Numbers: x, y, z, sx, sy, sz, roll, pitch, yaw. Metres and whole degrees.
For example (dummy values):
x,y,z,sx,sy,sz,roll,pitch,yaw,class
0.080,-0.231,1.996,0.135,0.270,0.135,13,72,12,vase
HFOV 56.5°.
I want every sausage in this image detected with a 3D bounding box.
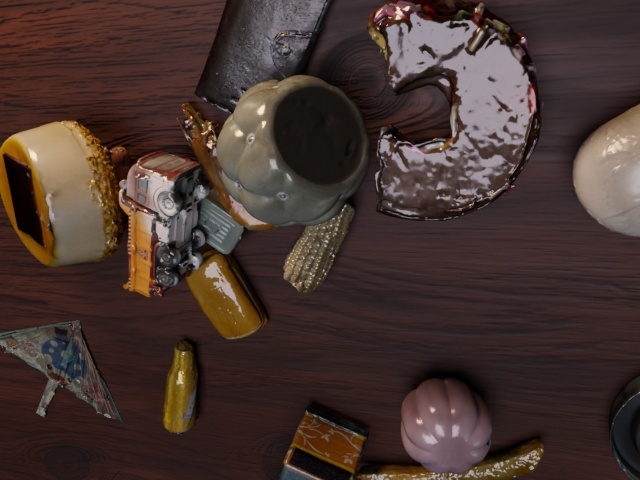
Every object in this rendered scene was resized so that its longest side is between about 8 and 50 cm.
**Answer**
x,y,z,sx,sy,sz,roll,pitch,yaw,class
-0.391,-0.102,1.196,0.047,0.040,0.177,-11,119,-26,sausage

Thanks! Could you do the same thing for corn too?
x,y,z,sx,sy,sz,roll,pitch,yaw,class
0.000,0.000,1.106,0.087,0.087,0.211,30,112,3,corn

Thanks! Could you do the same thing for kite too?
x,y,z,sx,sy,sz,roll,pitch,yaw,class
-0.656,0.329,1.489,0.405,0.014,0.369,33,118,1,kite

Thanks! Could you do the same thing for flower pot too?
x,y,z,sx,sy,sz,roll,pitch,yaw,class
-0.046,-0.139,0.953,0.246,0.246,0.195,54,150,-10,flower pot

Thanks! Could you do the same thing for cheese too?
x,y,z,sx,sy,sz,roll,pitch,yaw,class
0.474,-0.096,0.871,0.188,0.154,0.198,-23,105,30,cheese

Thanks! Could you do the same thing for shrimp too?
x,y,z,sx,sy,sz,roll,pitch,yaw,class
-0.147,-0.150,1.082,0.152,0.063,0.287,-34,89,12,shrimp

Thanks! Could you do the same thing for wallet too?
x,y,z,sx,sy,sz,roll,pitch,yaw,class
-0.094,-0.345,0.998,0.172,0.045,0.318,31,120,4,wallet

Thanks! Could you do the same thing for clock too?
x,y,z,sx,sy,sz,roll,pitch,yaw,class
0.662,0.342,1.061,0.280,0.055,0.281,7,115,15,clock

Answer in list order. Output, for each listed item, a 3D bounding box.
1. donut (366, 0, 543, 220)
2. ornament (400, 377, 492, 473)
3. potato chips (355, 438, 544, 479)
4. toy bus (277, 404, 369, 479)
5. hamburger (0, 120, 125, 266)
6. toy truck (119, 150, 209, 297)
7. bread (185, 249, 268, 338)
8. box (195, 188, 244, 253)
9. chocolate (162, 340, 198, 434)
x,y,z,sx,sy,sz,roll,pitch,yaw,class
0.205,-0.202,0.919,0.259,0.136,0.346,0,114,15,donut
0.239,0.351,1.148,0.177,0.177,0.178,7,115,14,ornament
0.269,0.481,1.243,0.406,0.057,0.080,-17,101,23,potato chips
-0.026,0.546,1.287,0.161,0.194,0.324,22,117,6,toy bus
-0.478,-0.089,1.129,0.294,0.179,0.276,20,122,42,hamburger
-0.288,-0.025,1.091,0.135,0.114,0.271,22,122,16,toy truck
-0.197,0.118,1.223,0.115,0.077,0.201,-24,105,17,bread
-0.195,-0.042,1.150,0.122,0.069,0.084,35,120,0,box
-0.317,0.330,1.349,0.085,0.086,0.220,13,115,12,chocolate
